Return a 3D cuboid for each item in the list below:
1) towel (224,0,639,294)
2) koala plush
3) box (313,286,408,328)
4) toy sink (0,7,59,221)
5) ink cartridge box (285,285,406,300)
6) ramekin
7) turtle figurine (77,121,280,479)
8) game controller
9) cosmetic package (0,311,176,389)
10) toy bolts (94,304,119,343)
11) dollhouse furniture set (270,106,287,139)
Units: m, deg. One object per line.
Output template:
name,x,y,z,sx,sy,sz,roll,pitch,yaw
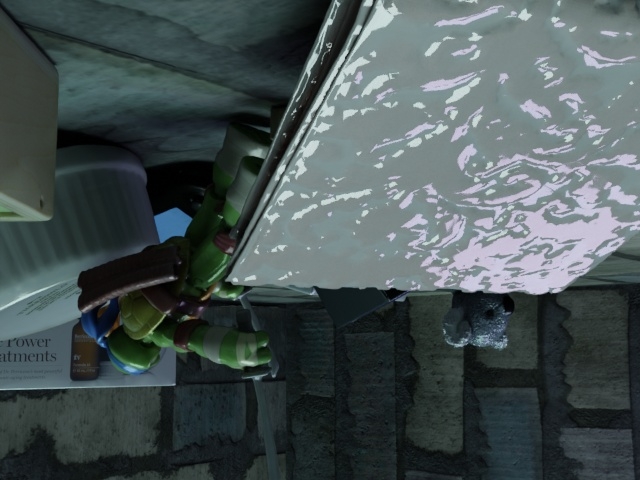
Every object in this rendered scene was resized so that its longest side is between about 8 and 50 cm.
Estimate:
towel,0.126,-0.061,0.587,0.331,0.053,0.317,3,146,-24
koala plush,0.301,0.099,1.589,0.203,0.221,0.196,-7,170,44
box,0.100,0.012,1.041,0.184,0.103,0.261,-25,174,-15
toy sink,-0.316,-0.079,0.564,0.234,0.131,0.153,0,172,-1
ink cartridge box,-0.040,0.047,1.864,0.384,0.091,0.308,16,-174,43
ramekin,-0.301,0.013,0.923,0.272,0.127,0.273,-24,172,-4
turtle figurine,-0.073,0.043,0.819,0.274,0.266,0.198,32,-160,8
game controller,-0.200,-0.007,1.105,0.319,0.067,0.166,-17,128,43
cosmetic package,-0.441,0.117,1.478,0.377,0.285,0.097,4,170,-33
toy bolts,-0.282,0.045,1.351,0.158,0.218,0.228,-6,-169,-3
dollhouse furniture set,0.070,-0.066,0.787,0.181,0.101,0.161,-4,172,25
